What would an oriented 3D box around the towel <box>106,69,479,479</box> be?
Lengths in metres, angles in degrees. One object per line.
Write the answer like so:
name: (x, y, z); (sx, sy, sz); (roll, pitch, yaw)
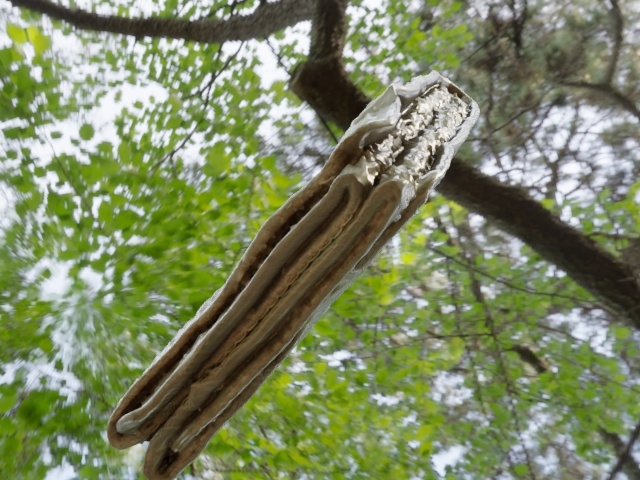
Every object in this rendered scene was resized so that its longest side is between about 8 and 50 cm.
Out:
towel: (0.000, 0.000, 0.509); (0.049, 0.282, 0.187); (42, -72, 1)
